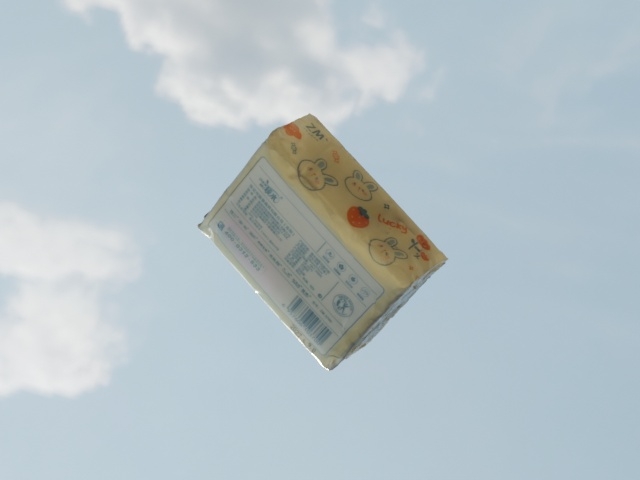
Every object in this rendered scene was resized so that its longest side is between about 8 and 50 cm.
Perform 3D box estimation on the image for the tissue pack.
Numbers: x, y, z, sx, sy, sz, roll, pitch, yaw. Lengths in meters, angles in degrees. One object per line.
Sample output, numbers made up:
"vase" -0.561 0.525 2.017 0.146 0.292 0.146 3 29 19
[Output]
"tissue pack" 0.000 0.000 1.611 0.196 0.148 0.092 47 -142 8
